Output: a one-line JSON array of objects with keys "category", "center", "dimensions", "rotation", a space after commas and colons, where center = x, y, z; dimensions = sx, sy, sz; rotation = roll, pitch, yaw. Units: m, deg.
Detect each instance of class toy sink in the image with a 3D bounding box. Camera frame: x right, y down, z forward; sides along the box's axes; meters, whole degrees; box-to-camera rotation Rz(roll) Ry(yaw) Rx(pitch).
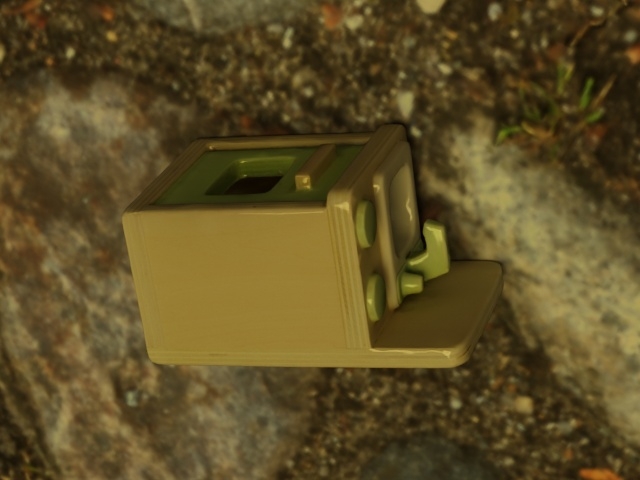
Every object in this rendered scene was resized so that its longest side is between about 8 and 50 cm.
[{"category": "toy sink", "center": [0.000, 0.000, 1.245], "dimensions": [0.234, 0.153, 0.131], "rotation": [0, 114, 19]}]
